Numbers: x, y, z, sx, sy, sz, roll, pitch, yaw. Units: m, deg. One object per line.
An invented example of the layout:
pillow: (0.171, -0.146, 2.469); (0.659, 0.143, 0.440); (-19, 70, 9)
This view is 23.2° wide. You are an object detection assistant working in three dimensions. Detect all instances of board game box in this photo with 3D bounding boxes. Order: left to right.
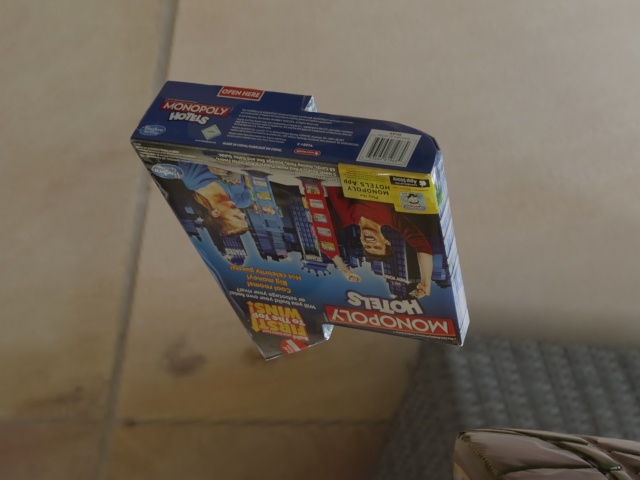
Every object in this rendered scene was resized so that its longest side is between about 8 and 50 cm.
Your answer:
board game box: (0.000, 0.000, 0.979); (0.194, 0.060, 0.194); (9, 139, 22)

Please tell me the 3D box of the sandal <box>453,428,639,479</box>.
sandal: (0.070, 0.095, 0.396); (0.090, 0.219, 0.060); (8, 95, -5)
